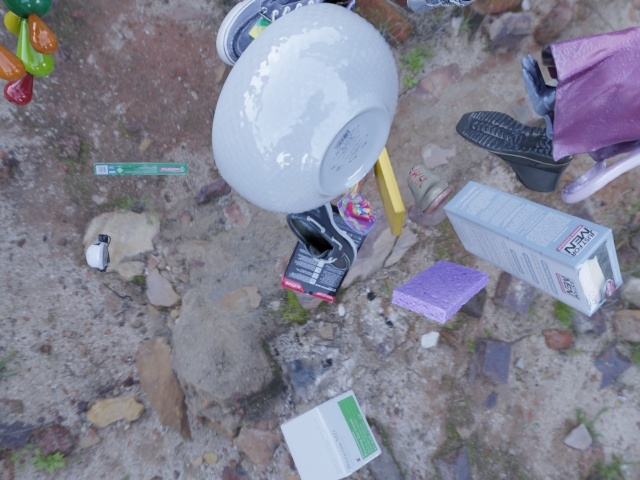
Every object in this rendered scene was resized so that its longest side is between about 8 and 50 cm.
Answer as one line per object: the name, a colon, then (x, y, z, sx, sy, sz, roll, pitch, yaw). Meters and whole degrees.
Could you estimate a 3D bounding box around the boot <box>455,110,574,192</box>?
boot: (0.344, -0.151, 0.764, 0.197, 0.137, 0.077, 31, 79, 29)

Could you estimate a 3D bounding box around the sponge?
sponge: (0.254, 0.098, 0.878, 0.210, 0.117, 0.031, -22, 120, -44)

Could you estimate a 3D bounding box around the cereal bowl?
cereal bowl: (0.007, -0.175, 0.673, 0.339, 0.339, 0.141, -39, 64, -17)

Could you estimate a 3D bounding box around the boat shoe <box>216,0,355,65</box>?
boat shoe: (-0.072, -0.510, 0.963, 0.340, 0.127, 0.158, -45, 49, -16)

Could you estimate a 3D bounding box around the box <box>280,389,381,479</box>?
box: (0.014, 0.300, 0.634, 0.087, 0.102, 0.101, -4, 59, -46)

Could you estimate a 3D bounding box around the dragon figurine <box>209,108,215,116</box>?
dragon figurine: (-0.314, -0.455, 1.553, 0.143, 0.289, 0.085, -26, 74, -4)

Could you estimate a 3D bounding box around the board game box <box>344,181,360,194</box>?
board game box: (0.058, -0.444, 1.743, 0.356, 0.356, 0.357, 18, 119, 10)

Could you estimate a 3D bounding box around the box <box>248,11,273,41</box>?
box: (-0.065, -0.322, 0.754, 0.105, 0.179, 0.043, 36, 85, 5)

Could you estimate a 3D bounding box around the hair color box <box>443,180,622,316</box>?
hair color box: (0.488, 0.003, 1.005, 0.113, 0.374, 0.185, -44, 125, -4)

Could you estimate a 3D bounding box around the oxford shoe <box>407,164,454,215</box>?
oxford shoe: (0.329, -0.170, 1.339, 0.130, 0.348, 0.123, 42, 103, -4)

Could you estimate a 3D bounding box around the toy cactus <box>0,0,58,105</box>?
toy cactus: (-0.258, -0.230, 0.314, 0.112, 0.219, 0.181, 19, 67, 22)

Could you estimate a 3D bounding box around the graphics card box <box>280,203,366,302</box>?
graphics card box: (0.014, 0.044, 1.636, 0.232, 0.094, 0.371, 19, 115, -11)

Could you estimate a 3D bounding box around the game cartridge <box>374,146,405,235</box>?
game cartridge: (0.271, -0.192, 1.655, 0.052, 0.324, 0.286, -15, 75, 3)

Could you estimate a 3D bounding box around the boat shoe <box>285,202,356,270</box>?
boat shoe: (0.000, 0.000, 0.992, 0.303, 0.114, 0.091, 53, 46, -44)

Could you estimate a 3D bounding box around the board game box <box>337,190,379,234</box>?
board game box: (0.129, -0.098, 1.330, 0.133, 0.033, 0.168, 47, 41, -2)

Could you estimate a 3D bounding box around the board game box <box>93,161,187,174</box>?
board game box: (-0.692, -0.283, 1.641, 0.316, 0.213, 0.046, -4, 101, -20)

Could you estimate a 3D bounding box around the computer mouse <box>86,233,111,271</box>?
computer mouse: (-0.580, 0.035, 1.094, 0.042, 0.193, 0.106, 3, 88, -21)

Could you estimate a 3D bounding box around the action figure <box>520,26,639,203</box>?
action figure: (0.436, -0.188, 0.454, 0.248, 0.369, 0.276, -32, 109, -51)

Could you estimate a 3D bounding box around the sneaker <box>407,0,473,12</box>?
sneaker: (0.330, -0.634, 1.039, 0.105, 0.281, 0.116, 33, 68, -37)
